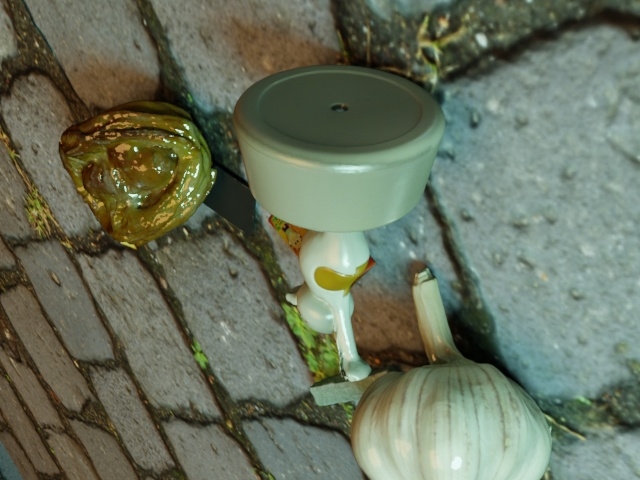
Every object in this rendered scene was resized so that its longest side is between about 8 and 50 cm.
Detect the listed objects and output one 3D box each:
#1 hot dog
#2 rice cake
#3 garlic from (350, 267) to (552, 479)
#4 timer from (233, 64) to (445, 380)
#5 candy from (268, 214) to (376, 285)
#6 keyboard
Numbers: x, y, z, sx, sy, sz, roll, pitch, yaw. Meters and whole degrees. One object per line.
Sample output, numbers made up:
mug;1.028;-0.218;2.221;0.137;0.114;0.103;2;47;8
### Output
hot dog;-0.241;-0.084;0.935;0.259;0.114;0.175;-14;110;54
rice cake;0.043;0.179;0.911;0.171;0.029;0.033;-24;94;53
garlic;0.118;0.140;0.734;0.199;0.199;0.226;-27;62;52
timer;0.012;-0.005;0.688;0.175;0.175;0.266;29;134;31
candy;0.000;0.000;0.820;0.122;0.038;0.062;50;142;8
keyboard;-0.152;-0.080;0.947;0.196;0.015;0.074;33;141;28
